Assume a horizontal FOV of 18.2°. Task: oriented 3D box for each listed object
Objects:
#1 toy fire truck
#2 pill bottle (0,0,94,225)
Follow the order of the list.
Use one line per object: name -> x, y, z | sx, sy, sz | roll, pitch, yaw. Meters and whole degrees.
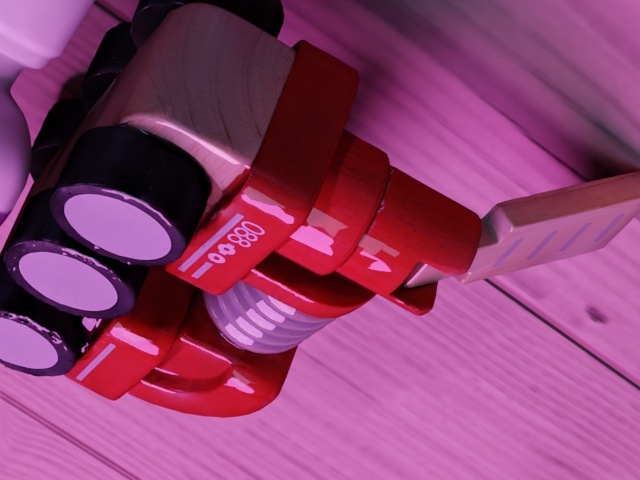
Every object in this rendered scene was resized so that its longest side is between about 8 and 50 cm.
toy fire truck -> 0.000, 0.000, 0.866 | 0.246, 0.158, 0.217 | 28, 149, -13
pill bottle -> -0.224, -0.017, 0.810 | 0.169, 0.169, 0.301 | 35, 93, -16
